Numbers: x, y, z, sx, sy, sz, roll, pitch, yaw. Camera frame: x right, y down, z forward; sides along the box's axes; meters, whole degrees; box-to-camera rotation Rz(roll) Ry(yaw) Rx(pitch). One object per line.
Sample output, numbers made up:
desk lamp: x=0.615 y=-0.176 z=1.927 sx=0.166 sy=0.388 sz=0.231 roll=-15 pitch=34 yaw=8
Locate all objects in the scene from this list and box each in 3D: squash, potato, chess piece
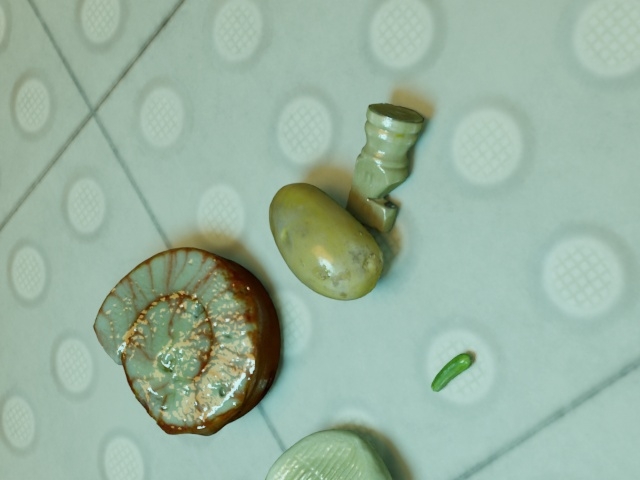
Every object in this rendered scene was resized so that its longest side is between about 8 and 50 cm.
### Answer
squash: x=0.200 y=0.203 z=1.380 sx=0.089 sy=0.027 sz=0.027 roll=-46 pitch=67 yaw=30
potato: x=0.000 y=0.000 z=1.427 sx=0.234 sy=0.146 sz=0.150 roll=41 pitch=134 yaw=29
chess piece: x=0.096 y=-0.111 z=1.417 sx=0.090 sy=0.090 sz=0.200 roll=29 pitch=118 yaw=30

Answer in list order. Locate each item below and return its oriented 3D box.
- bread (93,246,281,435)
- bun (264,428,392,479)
bread: x=-0.224 y=0.170 z=1.577 sx=0.295 sy=0.114 sz=0.327 roll=-42 pitch=68 yaw=8
bun: x=0.022 y=0.424 z=1.447 sx=0.229 sy=0.145 sz=0.229 roll=-16 pitch=50 yaw=21
